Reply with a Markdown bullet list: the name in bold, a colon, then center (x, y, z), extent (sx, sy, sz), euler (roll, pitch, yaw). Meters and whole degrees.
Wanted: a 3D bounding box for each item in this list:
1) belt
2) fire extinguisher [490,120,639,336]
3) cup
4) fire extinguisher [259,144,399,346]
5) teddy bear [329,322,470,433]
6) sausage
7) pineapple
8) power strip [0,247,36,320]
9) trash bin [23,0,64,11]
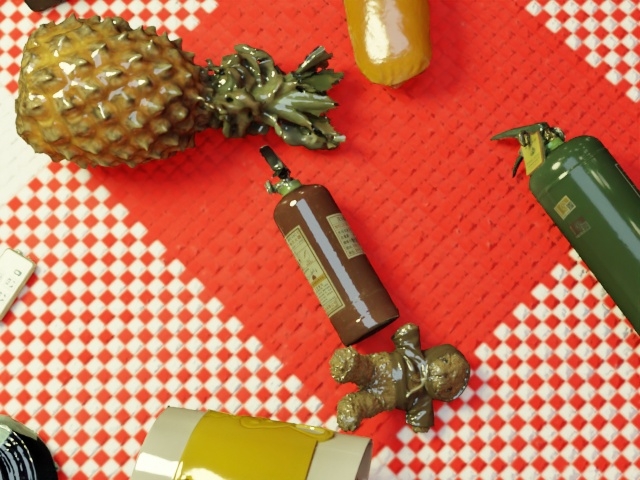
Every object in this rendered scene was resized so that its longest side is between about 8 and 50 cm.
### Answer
- **belt**: center (-0.355, 0.280, 1.110), extent (0.151, 0.078, 0.198), euler (10, 80, 8)
- **fire extinguisher**: center (0.309, -0.016, 1.158), extent (0.095, 0.114, 0.311), euler (-23, 76, -44)
- **cup**: center (-0.069, 0.256, 1.033), extent (0.226, 0.241, 0.185), euler (13, 78, 11)
- **fire extinguisher**: center (0.000, 0.000, 1.149), extent (0.071, 0.099, 0.231), euler (-30, 83, 6)
- **teddy bear**: center (0.079, 0.150, 1.135), extent (0.160, 0.078, 0.119), euler (-6, 91, -22)
- **sausage**: center (0.074, -0.287, 1.226), extent (0.098, 0.098, 0.238), euler (-8, 75, -1)
- **pineapple**: center (-0.148, -0.151, 1.177), extent (0.361, 0.175, 0.175), euler (7, 77, -13)
- **power strip**: center (-0.357, 0.051, 1.193), extent (0.040, 0.016, 0.090), euler (30, 80, 8)
- **trash bin**: center (-0.328, -0.411, 1.261), extent (0.176, 0.101, 0.236), euler (-26, 81, -6)
